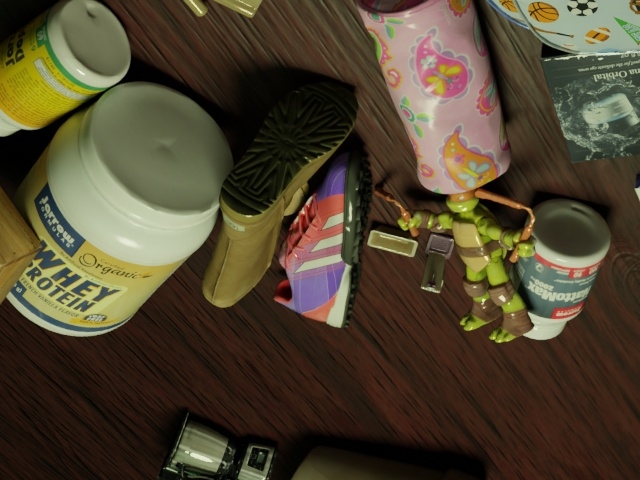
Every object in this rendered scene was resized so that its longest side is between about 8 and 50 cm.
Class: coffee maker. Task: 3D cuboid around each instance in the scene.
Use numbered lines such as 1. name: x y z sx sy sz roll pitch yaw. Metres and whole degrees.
1. coffee maker: -0.176 0.385 2.135 0.178 0.120 0.171 22 162 -5

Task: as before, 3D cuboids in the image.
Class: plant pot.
1. plant pot: 0.079 0.481 2.031 0.280 0.323 0.323 23 141 17

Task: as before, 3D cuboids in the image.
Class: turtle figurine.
1. turtle figurine: 0.189 0.010 1.558 0.269 0.087 0.217 9 125 48

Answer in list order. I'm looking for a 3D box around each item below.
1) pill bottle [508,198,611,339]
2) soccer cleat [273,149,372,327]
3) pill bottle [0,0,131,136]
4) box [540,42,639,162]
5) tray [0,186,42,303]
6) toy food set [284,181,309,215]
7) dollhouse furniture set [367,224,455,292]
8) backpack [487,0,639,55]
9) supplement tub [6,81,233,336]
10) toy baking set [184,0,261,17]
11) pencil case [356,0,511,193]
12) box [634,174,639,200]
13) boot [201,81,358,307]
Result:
1. pill bottle: 0.297 0.043 1.595 0.108 0.108 0.180 13 139 4
2. soccer cleat: 0.000 0.000 1.648 0.116 0.108 0.318 13 142 5
3. pill bottle: -0.340 -0.205 1.521 0.208 0.117 0.117 -23 125 37
4. box: 0.335 -0.177 1.352 0.156 0.093 0.158 -6 135 23
5. tray: -0.533 -0.094 1.586 0.411 0.076 0.203 54 135 7
6. toy food set: -0.060 -0.065 1.657 0.082 0.020 0.083 19 139 -3
7. dollhouse furniture set: 0.113 0.040 1.669 0.114 0.081 0.091 15 139 2
8. backpack: 0.264 -0.297 1.171 0.263 0.213 0.276 -1 140 34
9. supplement tub: -0.269 -0.037 1.599 0.228 0.228 0.316 31 137 -16
10. toy baking set: -0.132 -0.355 1.361 0.197 0.030 0.256 -26 124 34
11. pencil case: 0.130 -0.186 1.395 0.124 0.124 0.284 -5 134 23
12. box: 0.438 -0.042 1.517 0.081 0.028 0.136 -10 130 27
13. boot: -0.061 -0.056 1.564 0.089 0.236 0.269 41 157 10
